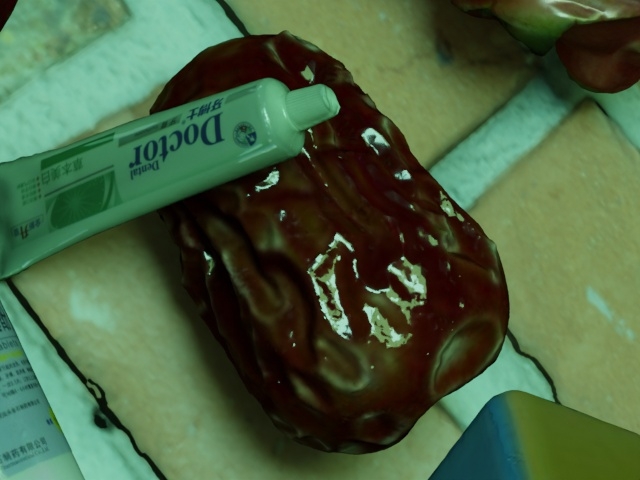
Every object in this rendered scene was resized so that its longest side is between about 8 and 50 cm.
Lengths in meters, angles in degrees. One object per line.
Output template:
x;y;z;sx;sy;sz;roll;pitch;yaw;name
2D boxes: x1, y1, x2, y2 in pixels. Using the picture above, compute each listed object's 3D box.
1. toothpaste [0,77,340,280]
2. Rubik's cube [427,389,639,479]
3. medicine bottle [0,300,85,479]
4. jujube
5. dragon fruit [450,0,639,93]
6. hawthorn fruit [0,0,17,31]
-0.087;-0.038;0.996;0.041;0.218;0.064;16;59;-59;toothpaste
0.155;0.330;0.833;0.347;0.347;0.344;20;31;-19;Rubik's cube
-0.194;0.065;0.950;0.103;0.103;0.186;-22;84;-33;medicine bottle
0.000;0.000;1.056;0.155;0.155;0.230;-23;73;-33;jujube
0.198;-0.226;1.172;0.305;0.305;0.225;-44;103;-33;dragon fruit
-0.247;-0.135;0.959;0.181;0.181;0.235;34;59;-14;hawthorn fruit
